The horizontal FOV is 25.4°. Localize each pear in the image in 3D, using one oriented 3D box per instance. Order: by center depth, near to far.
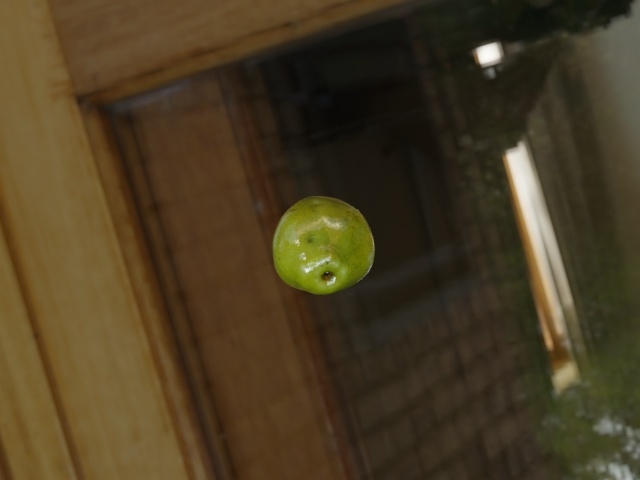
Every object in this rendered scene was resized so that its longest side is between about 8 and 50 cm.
[{"bbox_3d":[0.000,0.000,1.239,0.092,0.092,0.097,-17,-143,-11],"label":"pear"}]
